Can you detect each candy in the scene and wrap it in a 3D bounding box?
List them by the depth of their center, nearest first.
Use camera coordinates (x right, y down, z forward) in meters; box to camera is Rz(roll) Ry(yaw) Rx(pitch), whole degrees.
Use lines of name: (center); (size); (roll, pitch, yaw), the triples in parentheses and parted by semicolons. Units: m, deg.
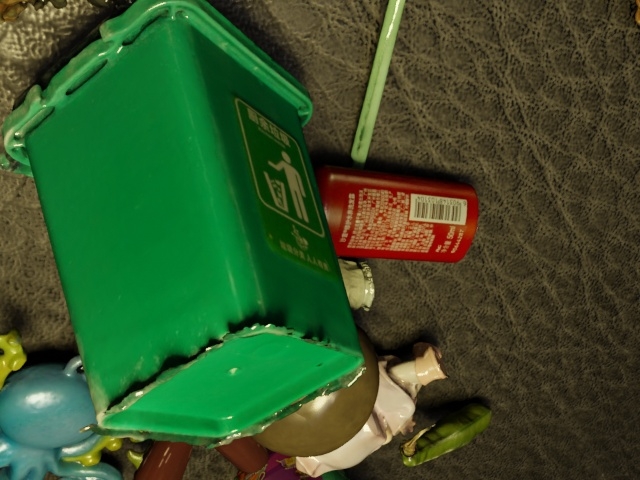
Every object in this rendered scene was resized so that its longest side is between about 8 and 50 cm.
candy: (0.083, -0.242, 0.812); (0.119, 0.119, 0.439); (0, 126, -16)

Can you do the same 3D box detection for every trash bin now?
trash bin: (-0.140, -0.011, 0.669); (0.295, 0.381, 0.259); (-32, 147, 20)

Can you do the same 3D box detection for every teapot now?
teapot: (-0.031, 0.076, 0.960); (0.200, 0.077, 0.107); (0, 142, -16)

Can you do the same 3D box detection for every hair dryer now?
hair dryer: (-0.188, 0.322, 0.918); (0.123, 0.340, 0.312); (-2, 132, 24)

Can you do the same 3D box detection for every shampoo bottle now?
shampoo bottle: (0.064, -0.033, 0.896); (0.314, 0.076, 0.118); (3, 109, -28)

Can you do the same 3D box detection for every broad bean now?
broad bean: (0.205, 0.307, 1.091); (0.098, 0.056, 0.318); (-37, 160, 21)

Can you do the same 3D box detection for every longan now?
longan: (-0.017, 0.193, 0.915); (0.212, 0.198, 0.198); (-21, 130, 38)

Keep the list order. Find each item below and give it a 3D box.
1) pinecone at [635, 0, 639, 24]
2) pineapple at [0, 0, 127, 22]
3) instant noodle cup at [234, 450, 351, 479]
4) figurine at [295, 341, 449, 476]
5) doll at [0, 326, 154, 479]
pinecone: (0.475, -0.313, 0.836); (0.212, 0.169, 0.185); (-10, 107, -26)
pineapple: (-0.308, -0.267, 0.631); (0.362, 0.202, 0.202); (2, 118, -33)
instant noodle cup: (-0.031, 0.460, 1.105); (0.251, 0.190, 0.251); (-7, 121, -12)
figurine: (0.071, 0.251, 1.051); (0.276, 0.133, 0.200); (-36, 116, 5)
doll: (-0.397, 0.269, 0.954); (0.346, 0.098, 0.341); (31, 115, -36)
